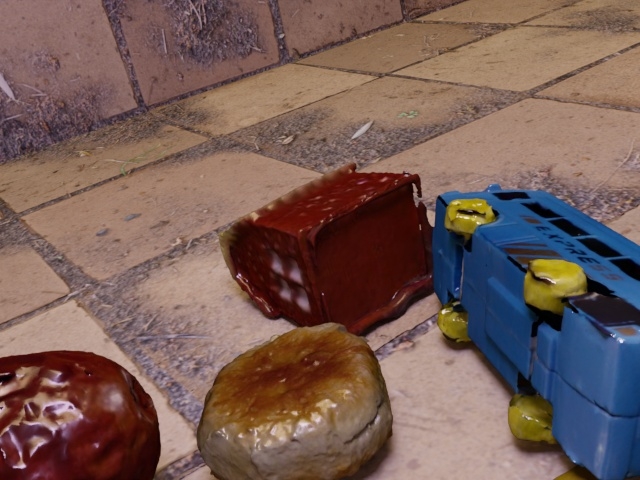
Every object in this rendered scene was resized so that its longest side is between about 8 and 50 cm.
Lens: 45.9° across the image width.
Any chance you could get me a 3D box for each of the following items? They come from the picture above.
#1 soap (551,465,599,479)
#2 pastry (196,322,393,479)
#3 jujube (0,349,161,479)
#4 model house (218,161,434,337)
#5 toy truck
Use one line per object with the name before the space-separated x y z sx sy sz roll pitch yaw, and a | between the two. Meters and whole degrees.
soap | 0.225 0.196 0.630 0.089 0.012 0.034 -24 24 -23
pastry | -0.024 0.162 0.725 0.182 0.093 0.192 -12 21 3
jujube | -0.277 0.208 0.638 0.290 0.197 0.197 -30 26 -1
model house | 0.000 0.000 0.981 0.196 0.160 0.254 -30 28 -30
toy truck | 0.227 0.063 0.741 0.162 0.161 0.385 -5 21 -12
